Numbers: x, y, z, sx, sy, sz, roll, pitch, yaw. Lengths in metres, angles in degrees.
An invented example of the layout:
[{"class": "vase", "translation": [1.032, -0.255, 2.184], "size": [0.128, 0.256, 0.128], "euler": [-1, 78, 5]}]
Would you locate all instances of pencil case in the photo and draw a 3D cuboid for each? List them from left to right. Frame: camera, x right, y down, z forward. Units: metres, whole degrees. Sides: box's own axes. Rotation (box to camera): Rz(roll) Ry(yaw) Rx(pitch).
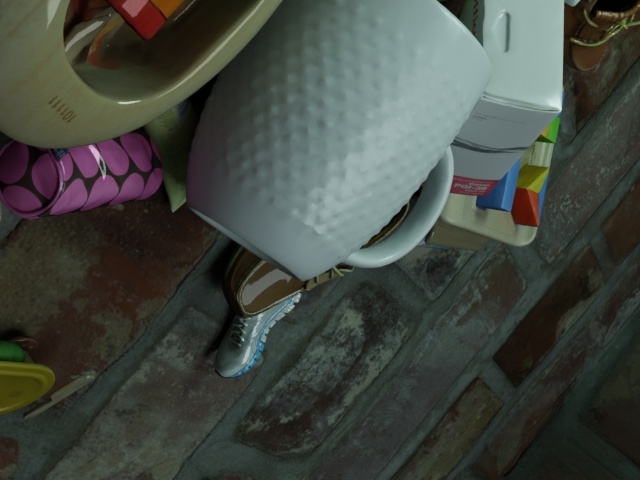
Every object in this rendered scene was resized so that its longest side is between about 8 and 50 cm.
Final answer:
[{"class": "pencil case", "translation": [-0.255, -0.082, 1.134], "size": [0.095, 0.098, 0.209], "euler": [-23, 178, 21]}]

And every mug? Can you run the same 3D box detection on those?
[{"class": "mug", "translation": [0.029, -0.109, 1.270], "size": [0.374, 0.276, 0.328], "euler": [38, 83, -42]}]

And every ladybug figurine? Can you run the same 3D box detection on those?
[{"class": "ladybug figurine", "translation": [-0.165, -0.287, 0.984], "size": [0.449, 0.162, 0.305], "euler": [-44, 149, -5]}]

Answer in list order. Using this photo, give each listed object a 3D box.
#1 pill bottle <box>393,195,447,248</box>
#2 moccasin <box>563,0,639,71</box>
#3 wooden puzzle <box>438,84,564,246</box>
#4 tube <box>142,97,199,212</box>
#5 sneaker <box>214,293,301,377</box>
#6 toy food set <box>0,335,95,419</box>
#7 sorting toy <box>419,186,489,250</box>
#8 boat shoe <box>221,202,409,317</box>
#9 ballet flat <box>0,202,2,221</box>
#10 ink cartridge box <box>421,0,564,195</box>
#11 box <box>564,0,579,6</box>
[{"class": "pill bottle", "translation": [0.199, -0.029, 1.834], "size": [0.160, 0.087, 0.087], "euler": [7, 117, -56]}, {"class": "moccasin", "translation": [0.473, -0.405, 1.721], "size": [0.139, 0.147, 0.380], "euler": [-40, 156, -22]}, {"class": "wooden puzzle", "translation": [0.324, -0.161, 1.756], "size": [0.348, 0.080, 0.322], "euler": [13, 88, -55]}, {"class": "tube", "translation": [-0.176, -0.124, 1.270], "size": [0.070, 0.062, 0.240], "euler": [-6, 150, 6]}, {"class": "sneaker", "translation": [-0.113, 0.122, 1.613], "size": [0.190, 0.071, 0.083], "euler": [-57, 144, -7]}, {"class": "toy food set", "translation": [-0.399, 0.158, 1.270], "size": [0.128, 0.071, 0.218], "euler": [-35, 153, 22]}, {"class": "sorting toy", "translation": [0.221, -0.104, 1.742], "size": [0.307, 0.041, 0.229], "euler": [7, 88, -56]}, {"class": "boat shoe", "translation": [0.000, 0.000, 1.545], "size": [0.324, 0.120, 0.122], "euler": [-40, 129, -24]}, {"class": "ballet flat", "translation": [-0.371, -0.057, 1.024], "size": [0.107, 0.106, 0.316], "euler": [-35, 146, -26]}, {"class": "ink cartridge box", "translation": [0.232, -0.212, 1.461], "size": [0.283, 0.117, 0.207], "euler": [121, -23, -67]}, {"class": "box", "translation": [0.395, -0.542, 1.465], "size": [0.345, 0.168, 0.215], "euler": [-46, 150, -10]}]
